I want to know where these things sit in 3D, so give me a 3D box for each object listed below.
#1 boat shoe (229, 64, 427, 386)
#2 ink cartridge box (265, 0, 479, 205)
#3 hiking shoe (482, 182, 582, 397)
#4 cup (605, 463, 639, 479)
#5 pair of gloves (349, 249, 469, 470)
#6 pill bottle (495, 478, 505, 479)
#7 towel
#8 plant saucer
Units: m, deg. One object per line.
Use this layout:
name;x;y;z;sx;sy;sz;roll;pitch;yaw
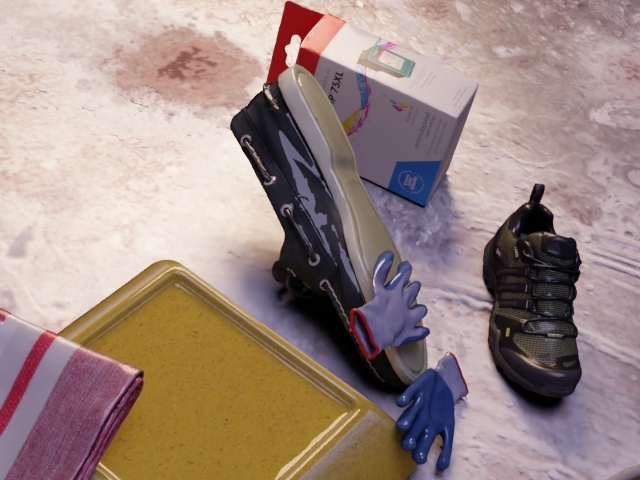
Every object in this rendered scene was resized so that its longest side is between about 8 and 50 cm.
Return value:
boat shoe;-0.002;-0.001;1.509;0.340;0.113;0.127;67;18;10
ink cartridge box;0.040;-0.150;1.662;0.231;0.134;0.078;25;44;9
hiking shoe;0.215;0.049;1.531;0.086;0.114;0.227;3;45;-15
cup;0.257;0.360;1.124;0.331;0.237;0.331;15;48;-17
pair of gloves;0.083;0.112;1.414;0.159;0.023;0.198;-40;110;-60
pill bottle;0.242;0.278;1.302;0.222;0.124;0.124;19;43;0
towel;-0.339;0.141;1.243;0.329;0.037;0.237;22;65;13
plant saucer;-0.119;0.163;1.337;0.333;0.081;0.333;35;46;17
